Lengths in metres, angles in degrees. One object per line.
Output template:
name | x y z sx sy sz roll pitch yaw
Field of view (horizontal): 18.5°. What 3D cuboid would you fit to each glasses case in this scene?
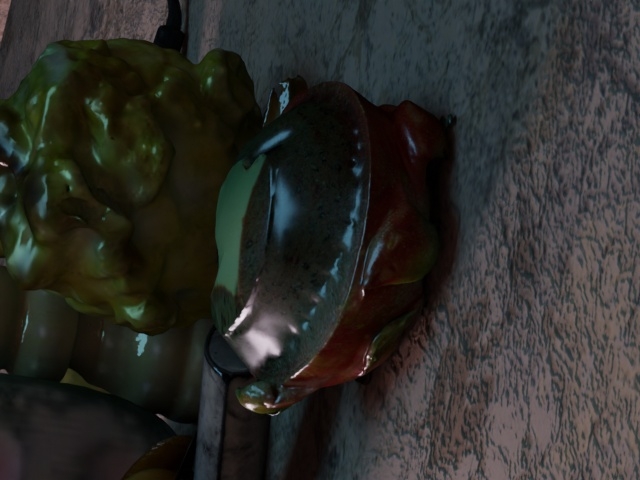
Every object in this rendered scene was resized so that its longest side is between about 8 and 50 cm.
glasses case | -0.079 0.220 1.678 0.114 0.060 0.299 -80 -4 -67

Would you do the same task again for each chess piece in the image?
chess piece | -0.261 0.088 2.026 0.167 0.300 0.167 -169 90 -73

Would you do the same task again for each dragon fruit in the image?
dragon fruit | 0.000 0.000 1.539 0.295 0.130 0.268 147 125 -67

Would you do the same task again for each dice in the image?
dice | -0.322 0.327 1.987 0.328 0.348 0.330 -29 54 58

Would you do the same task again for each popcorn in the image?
popcorn | -0.178 -0.044 1.872 0.312 0.312 0.312 -171 90 -73

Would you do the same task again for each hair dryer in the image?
hair dryer | -0.202 -0.179 2.410 0.235 0.091 0.271 140 150 -80

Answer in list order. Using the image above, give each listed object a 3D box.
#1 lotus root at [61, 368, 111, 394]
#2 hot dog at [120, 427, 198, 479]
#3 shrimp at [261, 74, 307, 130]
lotus root | -0.280 0.168 2.308 0.131 0.146 0.303 64 -163 -56
hot dog | -0.164 0.298 1.771 0.326 0.107 0.194 -69 -16 -44
shrimp | -0.045 -0.003 1.736 0.152 0.063 0.287 -98 16 -82
